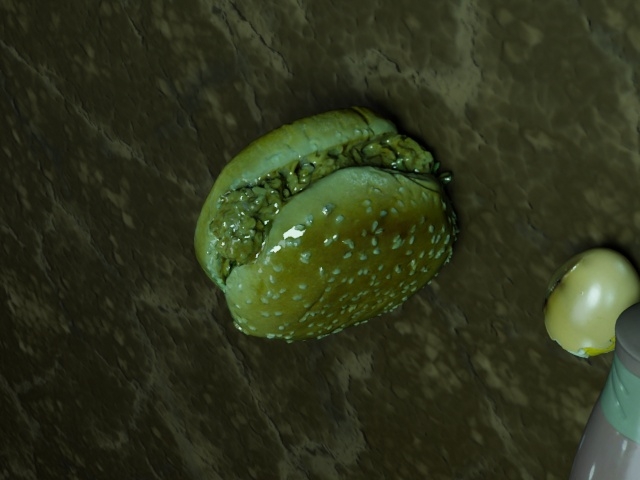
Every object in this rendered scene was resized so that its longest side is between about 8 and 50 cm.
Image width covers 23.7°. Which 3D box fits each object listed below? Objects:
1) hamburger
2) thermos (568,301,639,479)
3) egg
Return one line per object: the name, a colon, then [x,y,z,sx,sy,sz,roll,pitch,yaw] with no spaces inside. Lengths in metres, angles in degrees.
hamburger: [0.000,0.000,1.203,0.122,0.215,0.189,56,137,29]
thermos: [0.247,0.175,1.082,0.146,0.176,0.265,0,124,3]
egg: [0.200,0.043,1.108,0.071,0.071,0.083,43,138,21]
